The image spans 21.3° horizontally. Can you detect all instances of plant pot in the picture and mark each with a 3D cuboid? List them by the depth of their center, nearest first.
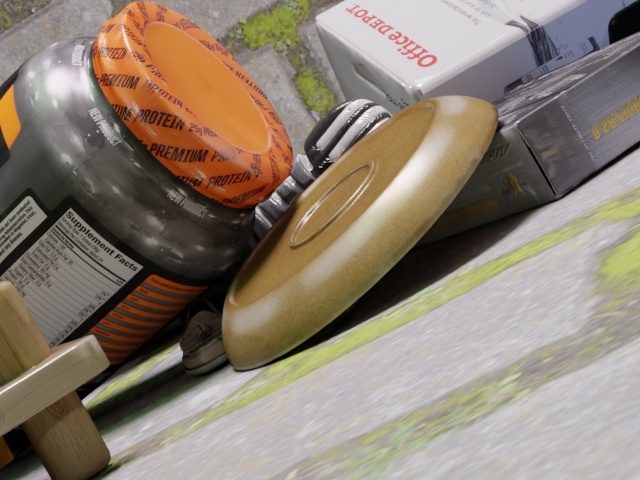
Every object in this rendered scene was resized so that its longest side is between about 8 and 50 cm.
[{"bbox_3d":[0.016,-0.014,1.089,0.236,0.032,0.236,-43,12,11],"label":"plant pot"}]

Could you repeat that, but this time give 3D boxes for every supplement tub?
[{"bbox_3d":[-0.192,-0.002,1.225,0.338,0.207,0.207,-41,0,21],"label":"supplement tub"}]

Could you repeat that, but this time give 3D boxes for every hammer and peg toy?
[{"bbox_3d":[-0.307,0.165,0.965,0.361,0.127,0.266,-32,7,-34],"label":"hammer and peg toy"}]

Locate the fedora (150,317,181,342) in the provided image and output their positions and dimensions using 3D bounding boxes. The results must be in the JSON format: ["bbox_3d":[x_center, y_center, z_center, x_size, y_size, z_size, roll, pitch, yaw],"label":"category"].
[{"bbox_3d":[-0.192,0.022,1.598,0.334,0.152,0.334,-20,9,3],"label":"fedora"}]

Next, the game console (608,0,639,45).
[{"bbox_3d":[0.255,-0.155,1.337,0.122,0.071,0.107,-31,5,-26],"label":"game console"}]

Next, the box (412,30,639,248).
[{"bbox_3d":[0.148,-0.071,1.163,0.183,0.056,0.231,-34,6,-28],"label":"box"}]

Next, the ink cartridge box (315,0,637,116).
[{"bbox_3d":[0.162,-0.183,1.486,0.273,0.114,0.197,-30,35,-12],"label":"ink cartridge box"}]

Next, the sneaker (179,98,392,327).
[{"bbox_3d":[0.000,0.000,1.311,0.228,0.086,0.132,-45,-28,14],"label":"sneaker"}]

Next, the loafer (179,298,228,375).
[{"bbox_3d":[-0.082,0.066,1.189,0.045,0.039,0.125,-29,4,-2],"label":"loafer"}]
